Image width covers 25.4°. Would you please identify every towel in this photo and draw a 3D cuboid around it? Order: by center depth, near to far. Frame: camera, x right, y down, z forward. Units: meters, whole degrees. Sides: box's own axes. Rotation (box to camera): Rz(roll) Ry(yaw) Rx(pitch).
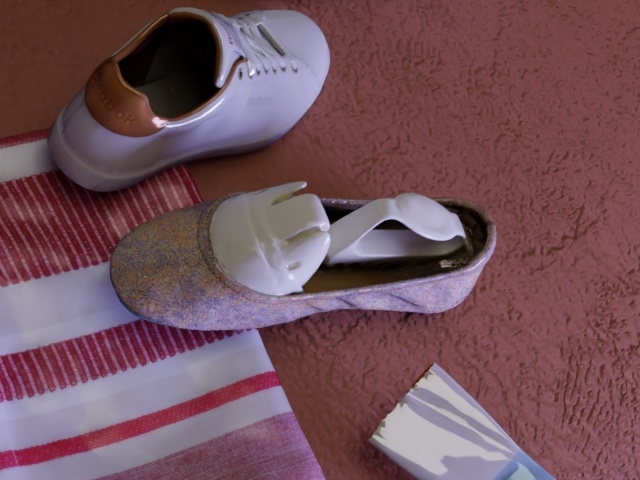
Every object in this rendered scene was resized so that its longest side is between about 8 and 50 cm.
[{"bbox_3d":[-0.158,0.063,1.016,0.237,0.037,0.329,-15,72,-30],"label":"towel"}]

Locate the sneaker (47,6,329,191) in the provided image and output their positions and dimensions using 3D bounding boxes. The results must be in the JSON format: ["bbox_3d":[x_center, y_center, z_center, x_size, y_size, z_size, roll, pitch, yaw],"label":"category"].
[{"bbox_3d":[-0.070,-0.130,1.085,0.106,0.123,0.290,48,44,7],"label":"sneaker"}]

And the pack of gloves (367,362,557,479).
[{"bbox_3d":[0.102,0.241,1.048,0.232,0.046,0.195,43,71,1],"label":"pack of gloves"}]

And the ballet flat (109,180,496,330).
[{"bbox_3d":[0.000,0.000,1.052,0.316,0.106,0.107,-4,64,-34],"label":"ballet flat"}]
